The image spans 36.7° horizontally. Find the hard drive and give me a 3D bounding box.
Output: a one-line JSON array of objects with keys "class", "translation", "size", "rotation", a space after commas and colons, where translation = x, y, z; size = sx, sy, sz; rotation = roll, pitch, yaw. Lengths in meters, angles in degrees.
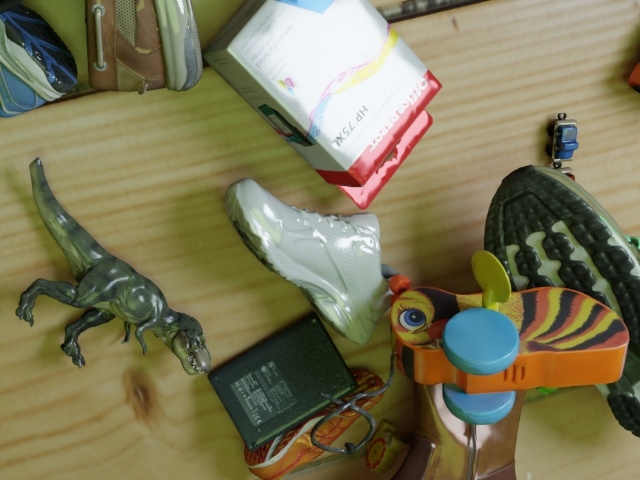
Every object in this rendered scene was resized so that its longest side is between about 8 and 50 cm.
[{"class": "hard drive", "translation": [-0.039, 0.150, 1.028], "size": [0.135, 0.022, 0.094], "rotation": [-30, 85, -3]}]

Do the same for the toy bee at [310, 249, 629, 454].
[{"class": "toy bee", "translation": [0.132, 0.084, 0.930], "size": [0.298, 0.162, 0.195], "rotation": [4, 130, -20]}]

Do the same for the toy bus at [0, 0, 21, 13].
[{"class": "toy bus", "translation": [-0.248, -0.257, 0.663], "size": [0.220, 0.211, 0.150], "rotation": [-24, 94, 5]}]

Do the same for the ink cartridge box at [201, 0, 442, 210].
[{"class": "ink cartridge box", "translation": [0.019, -0.146, 0.916], "size": [0.231, 0.078, 0.134], "rotation": [43, 78, -23]}]

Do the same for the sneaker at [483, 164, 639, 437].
[{"class": "sneaker", "translation": [0.316, 0.051, 1.048], "size": [0.158, 0.182, 0.410], "rotation": [-24, 122, 34]}]

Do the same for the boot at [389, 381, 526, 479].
[{"class": "boot", "translation": [0.102, 0.210, 1.021], "size": [0.264, 0.096, 0.281], "rotation": [4, 96, -11]}]

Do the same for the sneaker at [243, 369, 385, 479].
[{"class": "sneaker", "translation": [-0.004, 0.202, 1.066], "size": [0.175, 0.064, 0.067], "rotation": [-32, 137, 0]}]

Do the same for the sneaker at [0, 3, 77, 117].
[{"class": "sneaker", "translation": [-0.306, -0.197, 0.827], "size": [0.081, 0.080, 0.211], "rotation": [-31, 103, 22]}]

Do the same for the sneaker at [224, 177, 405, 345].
[{"class": "sneaker", "translation": [0.000, 0.000, 0.983], "size": [0.115, 0.090, 0.232], "rotation": [-47, 122, -3]}]

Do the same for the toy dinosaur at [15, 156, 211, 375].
[{"class": "toy dinosaur", "translation": [-0.227, 0.054, 0.949], "size": [0.118, 0.064, 0.268], "rotation": [-43, 111, -5]}]

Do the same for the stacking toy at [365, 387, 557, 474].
[{"class": "stacking toy", "translation": [0.175, 0.199, 1.108], "size": [0.167, 0.052, 0.221], "rotation": [29, 98, -22]}]

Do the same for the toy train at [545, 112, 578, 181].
[{"class": "toy train", "translation": [0.261, -0.059, 1.049], "size": [0.027, 0.036, 0.158], "rotation": [-6, 110, -13]}]

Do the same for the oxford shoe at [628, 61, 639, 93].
[{"class": "oxford shoe", "translation": [0.468, -0.160, 1.042], "size": [0.271, 0.097, 0.098], "rotation": [21, 96, -20]}]

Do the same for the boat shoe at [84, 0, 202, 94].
[{"class": "boat shoe", "translation": [-0.184, -0.276, 0.813], "size": [0.116, 0.123, 0.325], "rotation": [-13, 110, -8]}]
